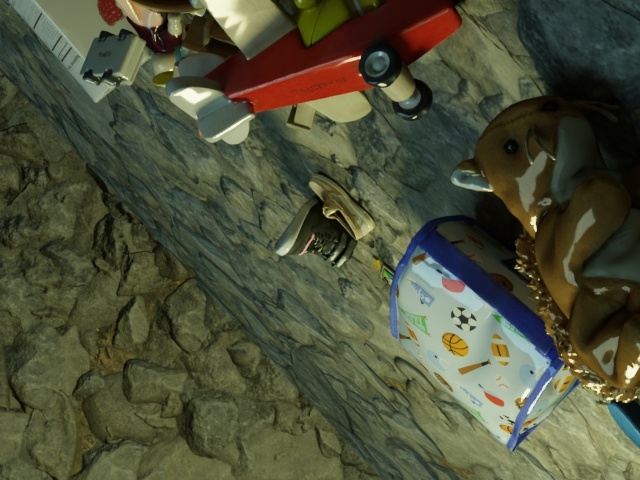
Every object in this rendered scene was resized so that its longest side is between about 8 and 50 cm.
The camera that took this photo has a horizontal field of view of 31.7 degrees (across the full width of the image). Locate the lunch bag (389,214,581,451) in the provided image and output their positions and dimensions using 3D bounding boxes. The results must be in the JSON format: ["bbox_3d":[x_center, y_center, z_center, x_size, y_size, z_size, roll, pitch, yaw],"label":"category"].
[{"bbox_3d":[0.293,0.141,1.909,0.328,0.239,0.385,41,169,20],"label":"lunch bag"}]

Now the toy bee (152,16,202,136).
[{"bbox_3d":[-0.210,-0.353,2.144,0.195,0.298,0.162,12,-168,-3],"label":"toy bee"}]

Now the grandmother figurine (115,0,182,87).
[{"bbox_3d":[-0.352,-0.452,2.293,0.208,0.104,0.342,40,161,45],"label":"grandmother figurine"}]

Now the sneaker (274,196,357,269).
[{"bbox_3d":[0.000,0.000,2.338,0.147,0.104,0.296,38,-163,1],"label":"sneaker"}]

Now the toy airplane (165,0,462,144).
[{"bbox_3d":[-0.038,-0.289,1.610,0.384,0.273,0.386,5,161,-18],"label":"toy airplane"}]

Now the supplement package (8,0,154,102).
[{"bbox_3d":[-0.504,-0.476,2.441,0.293,0.177,0.175,49,161,-11],"label":"supplement package"}]

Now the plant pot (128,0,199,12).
[{"bbox_3d":[-0.222,-0.481,1.689,0.291,0.291,0.203,49,179,-9],"label":"plant pot"}]

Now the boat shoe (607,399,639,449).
[{"bbox_3d":[0.594,0.340,1.908,0.258,0.089,0.109,45,176,-12],"label":"boat shoe"}]

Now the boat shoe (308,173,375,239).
[{"bbox_3d":[0.033,-0.068,2.311,0.170,0.059,0.063,41,161,15],"label":"boat shoe"}]

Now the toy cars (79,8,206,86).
[{"bbox_3d":[-0.298,-0.380,2.013,0.087,0.176,0.393,25,132,-33],"label":"toy cars"}]

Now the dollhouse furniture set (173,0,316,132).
[{"bbox_3d":[-0.109,-0.299,1.889,0.242,0.212,0.161,18,154,0],"label":"dollhouse furniture set"}]

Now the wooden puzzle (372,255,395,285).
[{"bbox_3d":[0.156,0.086,2.443,0.116,0.014,0.078,38,161,22],"label":"wooden puzzle"}]

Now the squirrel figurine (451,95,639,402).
[{"bbox_3d":[0.339,0.006,1.473,0.370,0.281,0.397,46,161,20],"label":"squirrel figurine"}]
